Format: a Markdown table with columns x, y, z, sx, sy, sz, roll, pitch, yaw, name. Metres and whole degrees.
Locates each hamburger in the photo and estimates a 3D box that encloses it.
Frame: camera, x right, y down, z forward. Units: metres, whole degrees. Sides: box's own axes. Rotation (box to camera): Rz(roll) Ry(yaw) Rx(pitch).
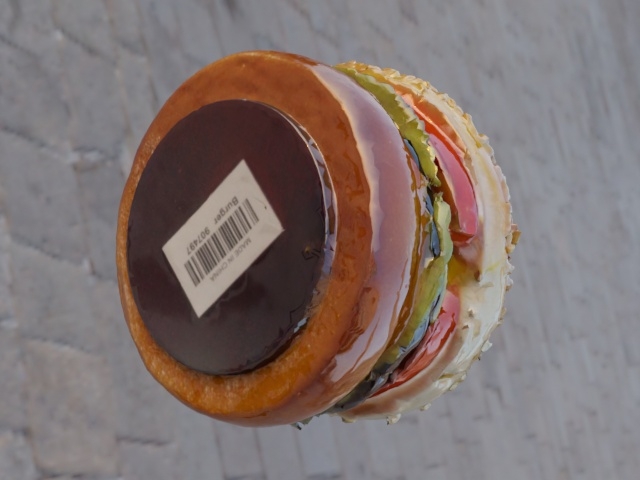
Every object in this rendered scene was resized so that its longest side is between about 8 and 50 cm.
| x | y | z | sx | sy | sz | roll | pitch | yaw | name |
| --- | --- | --- | --- | --- | --- | --- | --- | --- | --- |
| 0.000 | 0.000 | 1.365 | 0.250 | 0.330 | 0.330 | 9 | 67 | -50 | hamburger |
